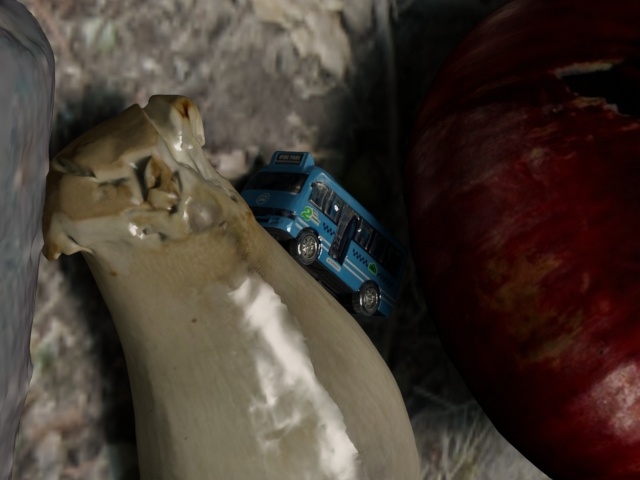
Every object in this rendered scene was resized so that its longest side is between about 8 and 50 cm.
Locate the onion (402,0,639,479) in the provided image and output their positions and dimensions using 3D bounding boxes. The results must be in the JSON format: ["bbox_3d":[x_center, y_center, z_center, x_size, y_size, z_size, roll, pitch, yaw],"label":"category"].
[{"bbox_3d":[0.178,-0.012,0.808,0.273,0.285,0.273,22,55,-35],"label":"onion"}]

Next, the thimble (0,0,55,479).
[{"bbox_3d":[-0.180,0.008,0.475,0.236,0.205,0.172,-17,112,-77],"label":"thimble"}]

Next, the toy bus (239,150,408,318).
[{"bbox_3d":[0.000,0.000,0.785,0.083,0.038,0.046,41,63,-43],"label":"toy bus"}]

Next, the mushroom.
[{"bbox_3d":[-0.029,0.050,0.726,0.116,0.093,0.225,-26,122,-17],"label":"mushroom"}]
